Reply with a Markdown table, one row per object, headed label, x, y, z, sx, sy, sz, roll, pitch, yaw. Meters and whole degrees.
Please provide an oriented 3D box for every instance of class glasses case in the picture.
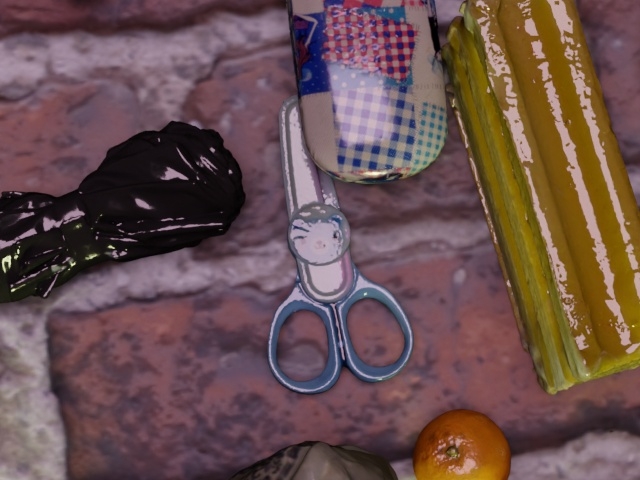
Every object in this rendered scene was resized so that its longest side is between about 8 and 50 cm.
| label | x | y | z | sx | sy | sz | roll | pitch | yaw |
| --- | --- | --- | --- | --- | --- | --- | --- | --- | --- |
| glasses case | 0.033 | -0.209 | 1.492 | 0.125 | 0.076 | 0.327 | -6 | 78 | -3 |

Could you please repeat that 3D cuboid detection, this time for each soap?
| label | x | y | z | sx | sy | sz | roll | pitch | yaw |
| --- | --- | --- | --- | --- | --- | --- | --- | --- | --- |
| soap | 0.186 | -0.041 | 1.408 | 0.091 | 0.199 | 0.315 | -16 | 81 | -4 |

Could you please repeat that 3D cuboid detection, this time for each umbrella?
| label | x | y | z | sx | sy | sz | roll | pitch | yaw |
| --- | --- | --- | --- | --- | --- | --- | --- | --- | --- |
| umbrella | -0.225 | 0.001 | 1.473 | 0.340 | 0.118 | 0.118 | -24 | 82 | 4 |

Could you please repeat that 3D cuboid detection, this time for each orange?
| label | x | y | z | sx | sy | sz | roll | pitch | yaw |
| --- | --- | --- | --- | --- | --- | --- | --- | --- | --- |
| orange | 0.116 | 0.179 | 1.437 | 0.083 | 0.083 | 0.084 | 0 | 82 | 2 |

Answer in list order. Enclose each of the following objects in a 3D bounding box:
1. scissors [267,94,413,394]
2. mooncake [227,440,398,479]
| label | x | y | z | sx | sy | sz | roll | pitch | yaw |
| --- | --- | --- | --- | --- | --- | --- | --- | --- | --- |
| scissors | 0.000 | 0.000 | 1.491 | 0.125 | 0.030 | 0.256 | -10 | 82 | -2 |
| mooncake | -0.048 | 0.250 | 1.346 | 0.254 | 0.250 | 0.136 | -40 | 84 | -2 |
